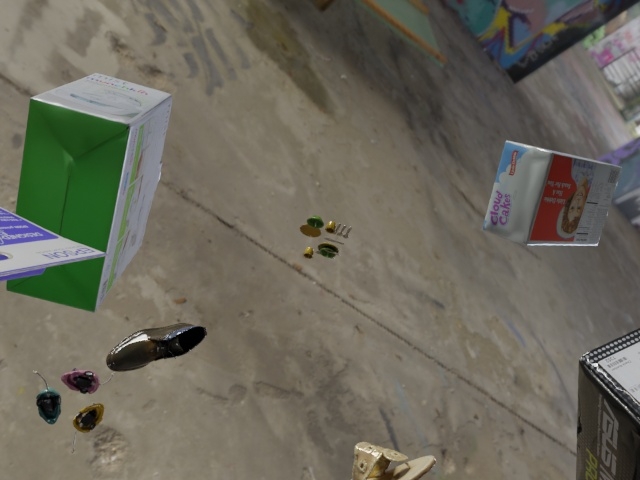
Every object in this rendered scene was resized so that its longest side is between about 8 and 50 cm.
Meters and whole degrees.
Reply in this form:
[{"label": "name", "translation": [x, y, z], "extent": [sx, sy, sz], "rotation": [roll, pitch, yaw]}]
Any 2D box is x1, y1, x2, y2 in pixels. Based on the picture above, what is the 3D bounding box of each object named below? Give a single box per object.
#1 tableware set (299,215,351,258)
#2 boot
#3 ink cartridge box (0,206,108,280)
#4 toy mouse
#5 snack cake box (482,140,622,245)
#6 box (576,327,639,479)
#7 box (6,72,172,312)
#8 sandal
[{"label": "tableware set", "translation": [0.000, 0.000, 1.409], "extent": [0.104, 0.154, 0.024], "rotation": [20, 58, -7]}, {"label": "boot", "translation": [-0.358, 0.229, 1.447], "extent": [0.219, 0.106, 0.082], "rotation": [-20, 92, -39]}, {"label": "ink cartridge box", "translation": [-0.293, 0.001, 0.442], "extent": [0.208, 0.045, 0.206], "rotation": [21, 12, 17]}, {"label": "toy mouse", "translation": [-0.431, 0.263, 1.123], "extent": [0.143, 0.161, 0.031], "rotation": [41, 6, -15]}, {"label": "snack cake box", "translation": [0.401, -0.074, 1.119], "extent": [0.264, 0.152, 0.089], "rotation": [1, 17, -44]}, {"label": "box", "translation": [0.302, 0.114, 0.437], "extent": [0.060, 0.270, 0.216], "rotation": [-124, -165, -53]}, {"label": "box", "translation": [-0.308, -0.076, 0.903], "extent": [0.126, 0.262, 0.231], "rotation": [15, 22, -6]}, {"label": "sandal", "translation": [0.071, 0.364, 1.041], "extent": [0.088, 0.240, 0.079], "rotation": [-28, 81, -49]}]
